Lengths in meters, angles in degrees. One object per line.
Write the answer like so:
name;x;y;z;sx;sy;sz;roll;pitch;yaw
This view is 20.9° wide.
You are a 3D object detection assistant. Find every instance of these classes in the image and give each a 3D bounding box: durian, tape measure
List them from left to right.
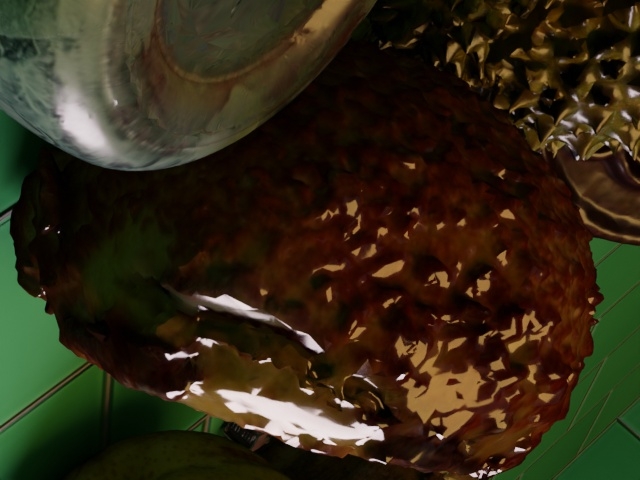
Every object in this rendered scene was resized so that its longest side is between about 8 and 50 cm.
tape measure;-0.061;-0.170;0.757;0.275;0.147;0.256;-58;156;15
durian;0.153;-0.175;1.085;0.292;0.258;0.258;7;127;-36

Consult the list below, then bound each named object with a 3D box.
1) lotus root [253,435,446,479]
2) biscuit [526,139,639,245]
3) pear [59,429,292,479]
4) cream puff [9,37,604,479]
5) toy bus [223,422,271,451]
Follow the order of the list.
lotus root;-0.040;0.290;1.614;0.397;0.196;0.179;-43;156;-22
biscuit;0.325;-0.163;1.427;0.407;0.091;0.407;-16;130;-20
pear;-0.111;0.305;1.350;0.314;0.314;0.314;-41;160;-19
cream puff;0.000;0.000;0.976;0.350;0.350;0.229;18;89;-69
toy bus;-0.037;0.130;1.559;0.131;0.037;0.052;-58;164;22
